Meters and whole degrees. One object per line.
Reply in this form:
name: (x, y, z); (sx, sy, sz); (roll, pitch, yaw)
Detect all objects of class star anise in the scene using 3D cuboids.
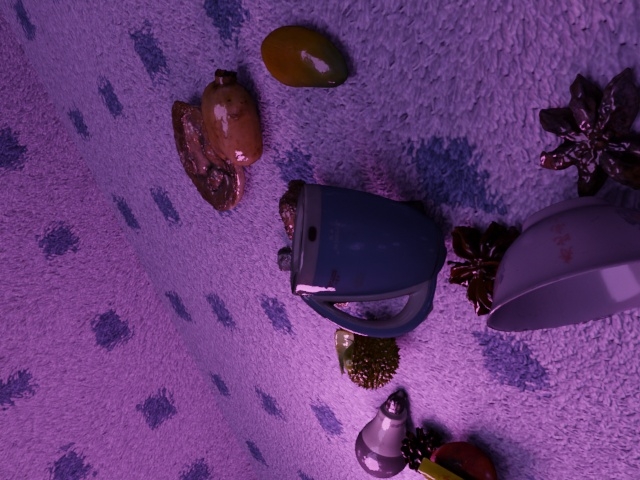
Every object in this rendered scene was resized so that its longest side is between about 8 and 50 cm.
star anise: (0.432, -0.158, 0.915); (0.196, 0.073, 0.212); (-23, 97, 55)
star anise: (0.353, 0.051, 1.167); (0.190, 0.125, 0.220); (94, 159, -45)

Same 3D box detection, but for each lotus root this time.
lotus root: (-0.244, -0.333, 1.576); (0.160, 0.146, 0.284); (10, 126, 22)

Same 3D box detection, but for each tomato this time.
tomato: (0.417, 0.627, 1.603); (0.189, 0.099, 0.173); (11, 149, 47)

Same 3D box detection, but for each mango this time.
mango: (-0.040, -0.415, 1.289); (0.237, 0.091, 0.137); (13, 134, 39)

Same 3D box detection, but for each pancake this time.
pancake: (-0.366, -0.274, 1.843); (0.386, 0.082, 0.387); (36, 146, 29)

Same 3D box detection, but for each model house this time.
model house: (-0.088, 0.064, 1.815); (0.083, 0.066, 0.079); (5, 113, 30)

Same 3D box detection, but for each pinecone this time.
pinecone: (0.312, 0.626, 1.716); (0.120, 0.140, 0.140); (-38, 87, 30)

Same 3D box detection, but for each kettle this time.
kettle: (0.110, 0.051, 1.270); (0.247, 0.341, 0.320); (150, 126, -80)

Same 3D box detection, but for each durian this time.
durian: (0.132, 0.322, 1.619); (0.237, 0.176, 0.200); (133, 146, -70)

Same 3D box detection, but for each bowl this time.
bowl: (0.424, 0.028, 0.940); (0.345, 0.345, 0.157); (130, 136, -57)

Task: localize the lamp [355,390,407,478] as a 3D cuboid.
lamp: (0.198, 0.620, 1.808); (0.181, 0.181, 0.314); (29, 139, 35)

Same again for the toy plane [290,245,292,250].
toy plane: (-0.009, 0.066, 1.686); (0.159, 0.082, 0.234); (7, 129, 17)

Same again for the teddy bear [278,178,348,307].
teddy bear: (-0.002, 0.008, 1.492); (0.222, 0.246, 0.296); (9, 120, 16)

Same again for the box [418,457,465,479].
box: (0.402, 0.720, 1.625); (0.186, 0.047, 0.335); (21, 159, 35)
